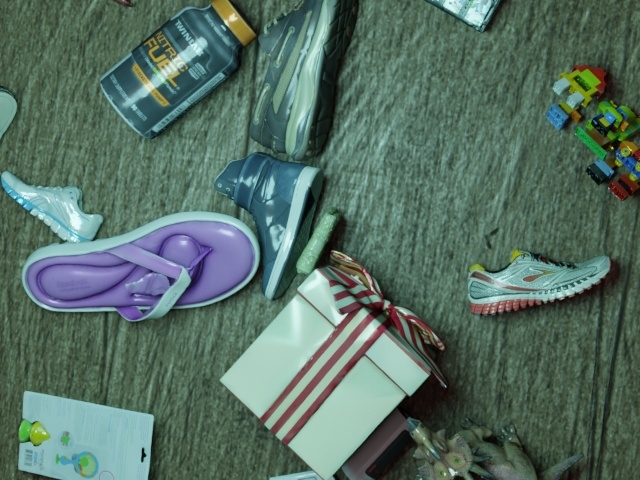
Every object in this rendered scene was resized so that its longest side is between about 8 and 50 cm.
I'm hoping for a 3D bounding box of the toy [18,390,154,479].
[{"bbox_3d":[-0.383,0.331,1.761,0.237,0.056,0.137,7,95,13],"label":"toy"}]

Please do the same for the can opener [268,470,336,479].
[{"bbox_3d":[-0.106,0.426,1.700,0.283,0.095,0.076,-12,88,8],"label":"can opener"}]

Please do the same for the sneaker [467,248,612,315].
[{"bbox_3d":[0.335,0.053,1.635,0.225,0.088,0.092,-12,88,8],"label":"sneaker"}]

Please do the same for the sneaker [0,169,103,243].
[{"bbox_3d":[-0.442,-0.067,1.765,0.191,0.071,0.083,36,89,-2],"label":"sneaker"}]

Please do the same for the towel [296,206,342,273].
[{"bbox_3d":[0.000,0.000,1.653,0.027,0.148,0.110,29,95,2],"label":"towel"}]

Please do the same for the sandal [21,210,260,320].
[{"bbox_3d":[-0.289,0.066,1.687,0.416,0.102,0.169,-11,122,19],"label":"sandal"}]

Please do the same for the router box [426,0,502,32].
[{"bbox_3d":[0.239,-0.432,1.642,0.133,0.046,0.179,32,111,6],"label":"router box"}]

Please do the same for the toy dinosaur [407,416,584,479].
[{"bbox_3d":[0.254,0.345,1.584,0.296,0.200,0.127,12,89,-2],"label":"toy dinosaur"}]

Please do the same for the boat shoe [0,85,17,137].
[{"bbox_3d":[-0.586,-0.175,1.794,0.206,0.075,0.065,-51,41,11],"label":"boat shoe"}]

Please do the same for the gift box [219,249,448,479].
[{"bbox_3d":[0.034,0.186,1.593,0.255,0.276,0.258,42,95,1],"label":"gift box"}]

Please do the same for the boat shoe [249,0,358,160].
[{"bbox_3d":[-0.034,-0.307,1.663,0.130,0.132,0.355,13,86,15],"label":"boat shoe"}]

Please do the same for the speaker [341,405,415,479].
[{"bbox_3d":[0.096,0.330,1.690,0.055,0.055,0.136,43,96,6],"label":"speaker"}]

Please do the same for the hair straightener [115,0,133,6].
[{"bbox_3d":[-0.395,-0.473,1.765,0.230,0.047,0.089,27,94,12],"label":"hair straightener"}]

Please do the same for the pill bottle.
[{"bbox_3d":[-0.220,-0.284,1.692,0.246,0.130,0.130,-39,85,7],"label":"pill bottle"}]

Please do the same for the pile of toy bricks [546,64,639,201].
[{"bbox_3d":[0.449,-0.169,1.620,0.105,0.118,0.212,-31,68,-20],"label":"pile of toy bricks"}]

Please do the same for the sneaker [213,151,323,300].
[{"bbox_3d":[-0.100,-0.030,1.703,0.163,0.086,0.226,19,101,15],"label":"sneaker"}]
